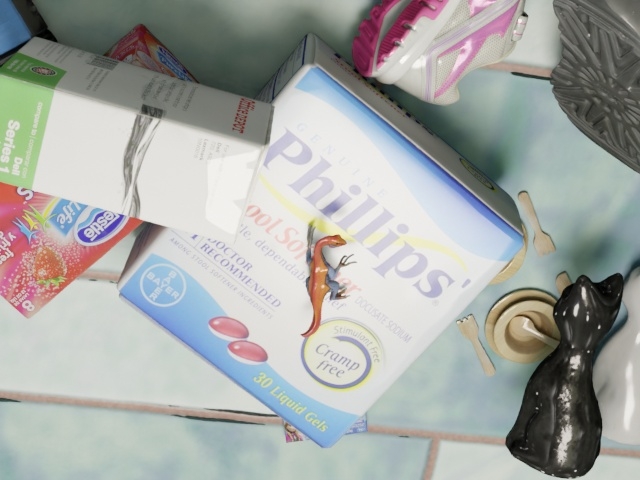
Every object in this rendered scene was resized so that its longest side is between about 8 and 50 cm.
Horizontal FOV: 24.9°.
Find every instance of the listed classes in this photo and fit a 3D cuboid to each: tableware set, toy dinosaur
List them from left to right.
[{"bbox_3d":[0.006,0.031,1.279,0.047,0.090,0.082,5,154,10],"label":"toy dinosaur"},{"bbox_3d":[0.196,0.055,1.513,0.128,0.039,0.194,-26,115,6],"label":"tableware set"}]

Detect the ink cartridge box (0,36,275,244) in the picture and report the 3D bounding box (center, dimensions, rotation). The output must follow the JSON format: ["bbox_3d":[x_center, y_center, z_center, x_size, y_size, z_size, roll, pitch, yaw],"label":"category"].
[{"bbox_3d":[-0.156,-0.085,1.195,0.219,0.160,0.092,16,108,-4],"label":"ink cartridge box"}]

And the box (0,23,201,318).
[{"bbox_3d":[-0.221,-0.066,1.360,0.257,0.128,0.122,-40,111,12],"label":"box"}]

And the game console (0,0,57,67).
[{"bbox_3d":[-0.320,-0.162,1.332,0.144,0.124,0.085,-27,141,7],"label":"game console"}]

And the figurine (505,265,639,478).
[{"bbox_3d":[0.298,0.117,1.490,0.215,0.092,0.209,-12,120,-47],"label":"figurine"}]

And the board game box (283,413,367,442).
[{"bbox_3d":[0.002,0.170,1.557,0.090,0.020,0.090,-8,114,-2],"label":"board game box"}]

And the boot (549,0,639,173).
[{"bbox_3d":[0.404,-0.289,1.304,0.146,0.367,0.445,40,83,17],"label":"boot"}]

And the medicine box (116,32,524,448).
[{"bbox_3d":[0.000,0.000,1.385,0.263,0.149,0.289,38,107,-11],"label":"medicine box"}]

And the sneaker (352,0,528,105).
[{"bbox_3d":[0.147,-0.231,1.348,0.111,0.103,0.252,34,107,-32],"label":"sneaker"}]
